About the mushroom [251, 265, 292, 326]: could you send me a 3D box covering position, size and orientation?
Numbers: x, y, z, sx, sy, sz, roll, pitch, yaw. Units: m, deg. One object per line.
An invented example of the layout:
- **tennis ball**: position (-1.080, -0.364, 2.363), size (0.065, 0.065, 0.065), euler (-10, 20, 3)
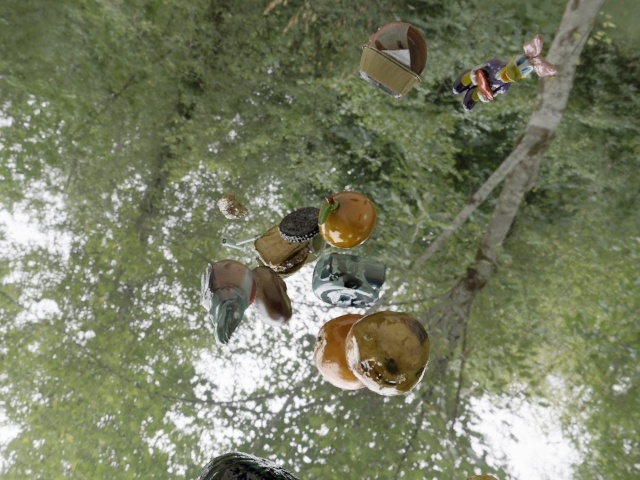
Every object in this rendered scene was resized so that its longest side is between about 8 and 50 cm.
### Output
- **mushroom**: position (-0.194, 0.216, 1.738), size (0.253, 0.153, 0.253), euler (63, 177, 5)

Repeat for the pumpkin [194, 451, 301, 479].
- **pumpkin**: position (-0.187, 0.735, 1.214), size (0.364, 0.266, 0.363), euler (22, 164, 7)

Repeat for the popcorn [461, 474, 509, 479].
- **popcorn**: position (0.550, 0.984, 1.506), size (0.344, 0.390, 0.354), euler (63, -147, -8)

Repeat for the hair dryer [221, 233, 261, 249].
- **hair dryer**: position (-0.399, -0.009, 2.357), size (0.155, 0.183, 0.044), euler (20, -128, -62)

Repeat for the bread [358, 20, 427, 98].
- **bread**: position (0.244, -0.596, 1.483), size (0.224, 0.211, 0.142), euler (29, -165, -6)

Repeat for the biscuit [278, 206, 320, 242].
- **biscuit**: position (-0.071, -0.063, 1.735), size (0.194, 0.195, 0.053), euler (-120, 7, -53)

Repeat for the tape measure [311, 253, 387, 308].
- **tape measure**: position (0.096, 0.154, 1.659), size (0.256, 0.275, 0.147), euler (11, -118, -3)

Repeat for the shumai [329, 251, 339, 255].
- **shumai**: position (0.084, 0.117, 2.190), size (0.087, 0.099, 0.124), euler (29, -171, -40)

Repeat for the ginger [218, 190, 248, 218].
- **ginger**: position (-0.270, -0.101, 1.374), size (0.173, 0.070, 0.051), euler (66, -175, -81)

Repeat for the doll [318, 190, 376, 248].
- **doll**: position (0.080, -0.088, 1.573), size (0.236, 0.213, 0.213), euler (44, -175, -47)

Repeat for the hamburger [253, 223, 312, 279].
- **hamburger**: position (-0.163, 0.048, 1.991), size (0.144, 0.260, 0.283), euler (64, 174, -30)

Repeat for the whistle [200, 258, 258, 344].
- **whistle**: position (-0.264, 0.177, 1.326), size (0.189, 0.189, 0.347), euler (21, -158, -21)

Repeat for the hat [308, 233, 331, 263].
- **hat**: position (0.000, 0.000, 2.222), size (0.110, 0.252, 0.252), euler (14, -154, -34)

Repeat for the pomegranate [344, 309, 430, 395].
- **pomegranate**: position (0.219, 0.358, 1.476), size (0.281, 0.281, 0.281), euler (25, -158, -11)

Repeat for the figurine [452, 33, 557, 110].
- **figurine**: position (0.668, -0.615, 1.684), size (0.154, 0.193, 0.421), euler (56, 175, -14)

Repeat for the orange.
- **orange**: position (0.121, 0.448, 1.851), size (0.312, 0.312, 0.312), euler (25, -158, -11)
